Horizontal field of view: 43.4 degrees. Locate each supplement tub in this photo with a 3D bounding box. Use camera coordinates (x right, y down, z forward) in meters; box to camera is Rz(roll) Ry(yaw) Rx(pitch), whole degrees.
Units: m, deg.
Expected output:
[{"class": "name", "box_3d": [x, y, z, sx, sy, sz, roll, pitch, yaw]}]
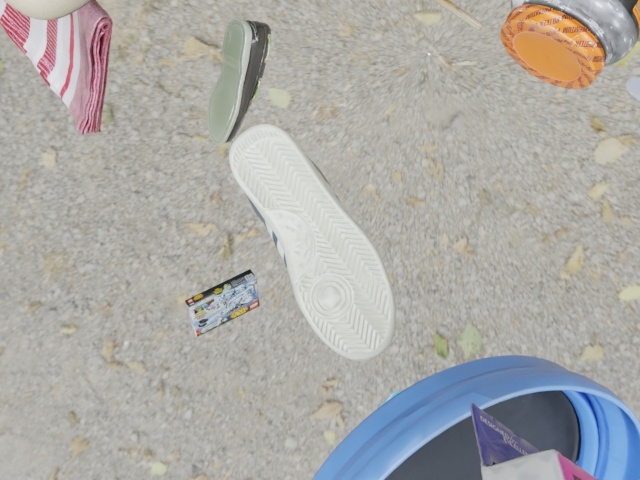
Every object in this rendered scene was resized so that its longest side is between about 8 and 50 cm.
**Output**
[{"class": "supplement tub", "box_3d": [0.244, -0.234, 0.695, 0.117, 0.117, 0.190, 35, 82, -1]}]

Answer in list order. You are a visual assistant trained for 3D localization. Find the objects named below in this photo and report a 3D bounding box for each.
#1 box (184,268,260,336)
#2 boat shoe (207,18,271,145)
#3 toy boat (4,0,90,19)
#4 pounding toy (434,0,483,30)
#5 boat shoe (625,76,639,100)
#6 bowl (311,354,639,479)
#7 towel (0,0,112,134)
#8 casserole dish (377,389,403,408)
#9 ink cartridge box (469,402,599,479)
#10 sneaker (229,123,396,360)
[{"class": "box", "box_3d": [-0.181, 0.117, 1.498, 0.137, 0.027, 0.094, -25, 144, -19]}, {"class": "boat shoe", "box_3d": [-0.139, -0.269, 1.398, 0.081, 0.068, 0.228, 41, 126, 34]}, {"class": "toy boat", "box_3d": [-0.438, -0.377, 1.042, 0.318, 0.148, 0.268, -37, 96, -6]}, {"class": "pounding toy", "box_3d": [0.131, -0.334, 0.994, 0.130, 0.141, 0.100, 18, 98, 29]}, {"class": "boat shoe", "box_3d": [0.543, -0.233, 1.322, 0.035, 0.035, 0.100, -43, 51, -1]}, {"class": "bowl", "box_3d": [0.141, 0.283, 0.790, 0.390, 0.077, 0.391, -13, 121, -22]}, {"class": "towel", "box_3d": [-0.429, -0.352, 1.255, 0.329, 0.037, 0.237, 50, 142, 21]}, {"class": "casserole dish", "box_3d": [0.141, 0.307, 1.224, 0.037, 0.188, 0.114, 25, 94, -31]}, {"class": "ink cartridge box", "box_3d": [0.176, 0.234, 0.401, 0.175, 0.371, 0.069, 36, 113, -17]}, {"class": "sneaker", "box_3d": [0.000, 0.000, 1.122, 0.131, 0.148, 0.350, -27, 86, 4]}]
